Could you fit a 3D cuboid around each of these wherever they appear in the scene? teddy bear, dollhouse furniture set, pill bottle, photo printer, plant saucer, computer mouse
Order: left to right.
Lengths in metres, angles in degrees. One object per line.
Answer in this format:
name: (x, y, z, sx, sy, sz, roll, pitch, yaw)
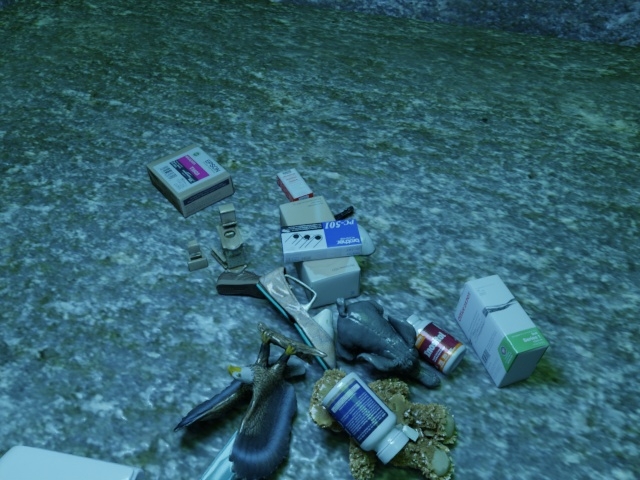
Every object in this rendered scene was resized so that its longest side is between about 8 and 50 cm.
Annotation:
photo printer: (-0.531, 0.538, 0.967, 0.308, 0.107, 0.256, 8, 47, 8)
dollhouse furniture set: (-0.300, 0.012, 1.412, 0.161, 0.181, 0.101, -15, 49, -14)
plant saucer: (-0.208, 0.489, 1.075, 0.067, 0.018, 0.192, 25, 52, 22)
computer mouse: (0.102, -0.031, 1.548, 0.106, 0.042, 0.193, -23, 51, -22)
pill bottle: (0.092, 0.356, 1.012, 0.094, 0.094, 0.169, -35, 68, -28)
teddy bear: (0.137, 0.406, 1.110, 0.338, 0.113, 0.245, 5, 54, -5)
pill bottle: (0.275, 0.252, 1.251, 0.152, 0.086, 0.086, 36, 56, 29)

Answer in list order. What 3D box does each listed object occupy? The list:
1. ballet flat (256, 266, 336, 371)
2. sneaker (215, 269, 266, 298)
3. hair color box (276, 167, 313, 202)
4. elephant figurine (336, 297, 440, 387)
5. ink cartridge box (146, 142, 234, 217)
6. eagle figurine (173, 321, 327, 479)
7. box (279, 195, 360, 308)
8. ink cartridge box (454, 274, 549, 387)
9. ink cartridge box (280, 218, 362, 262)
ballet flat: (-0.035, 0.185, 1.266, 0.106, 0.107, 0.316, -38, 70, -11)
sneaker: (-0.192, 0.111, 1.398, 0.189, 0.066, 0.071, 5, 45, 4)
hair color box: (-0.086, -0.177, 1.686, 0.072, 0.043, 0.141, -20, 51, -18)
elephant figurine: (0.161, 0.242, 1.187, 0.240, 0.169, 0.186, 29, 25, 35)
ink cartridge box: (-0.433, -0.205, 1.683, 0.193, 0.088, 0.235, -33, 54, -26)
eagle figurine: (-0.152, 0.338, 1.120, 0.225, 0.226, 0.298, 32, 75, -17)
box: (-0.007, 0.026, 1.440, 0.148, 0.121, 0.311, -15, 48, -14)
ink cartridge box: (0.431, 0.216, 1.234, 0.093, 0.160, 0.219, -12, 48, -13)
ink cartridge box: (0.000, 0.000, 1.348, 0.207, 0.046, 0.097, -6, 48, -5)
